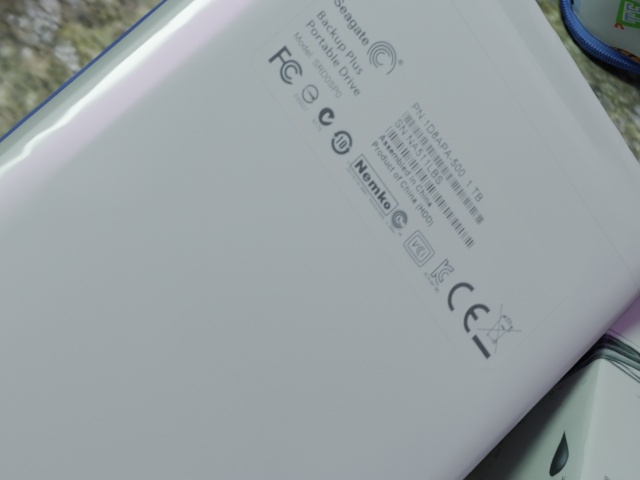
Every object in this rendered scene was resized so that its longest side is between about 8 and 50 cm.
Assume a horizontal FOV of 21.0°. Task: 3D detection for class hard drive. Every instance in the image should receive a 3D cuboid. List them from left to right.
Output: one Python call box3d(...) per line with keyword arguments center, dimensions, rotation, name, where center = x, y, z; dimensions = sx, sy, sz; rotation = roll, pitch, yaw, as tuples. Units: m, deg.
box3d(center=(-0.027, 0.028, 0.622), dimensions=(0.319, 0.040, 0.210), rotation=(-43, 112, -17), name="hard drive")

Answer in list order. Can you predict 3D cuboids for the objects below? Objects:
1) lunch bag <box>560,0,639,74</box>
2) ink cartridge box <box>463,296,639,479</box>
box3d(center=(0.271, -0.234, 1.080), dimensions=(0.243, 0.115, 0.303), rotation=(14, 65, -6), name="lunch bag")
box3d(center=(0.105, 0.110, 0.734), dimensions=(0.087, 0.153, 0.208), rotation=(32, 44, -13), name="ink cartridge box")
